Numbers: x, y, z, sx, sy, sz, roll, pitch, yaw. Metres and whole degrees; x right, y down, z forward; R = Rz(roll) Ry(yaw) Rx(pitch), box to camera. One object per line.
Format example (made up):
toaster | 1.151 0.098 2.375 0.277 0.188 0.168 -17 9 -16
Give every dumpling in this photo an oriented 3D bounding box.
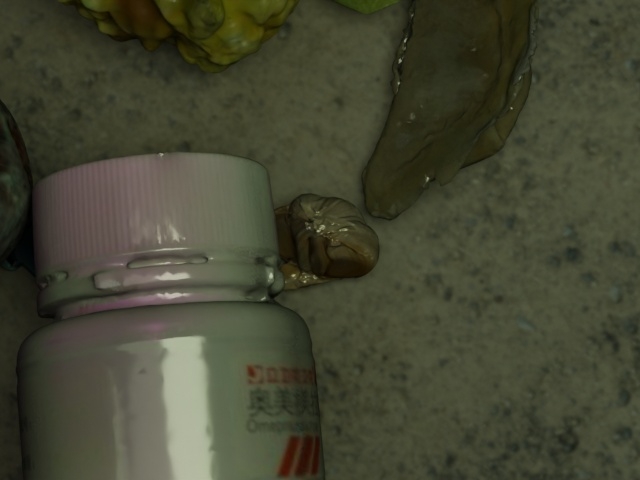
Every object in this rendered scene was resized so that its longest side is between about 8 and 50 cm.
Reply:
dumpling | 0.144 -0.169 1.336 0.166 0.086 0.332 15 93 41

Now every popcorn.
popcorn | -0.124 -0.269 1.309 0.249 0.225 0.249 0 93 4

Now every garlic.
garlic | 0.001 -0.005 1.362 0.113 0.094 0.074 10 51 14

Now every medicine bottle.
medicine bottle | -0.132 0.104 1.293 0.256 0.256 0.325 -7 79 9

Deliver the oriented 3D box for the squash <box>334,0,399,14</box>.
squash | 0.093 -0.349 1.343 0.189 0.189 0.260 16 121 8

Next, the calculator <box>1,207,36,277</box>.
calculator | -0.260 0.000 1.430 0.141 0.019 0.094 39 95 8

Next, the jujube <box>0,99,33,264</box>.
jujube | -0.399 -0.040 1.341 0.308 0.215 0.246 0 69 29
